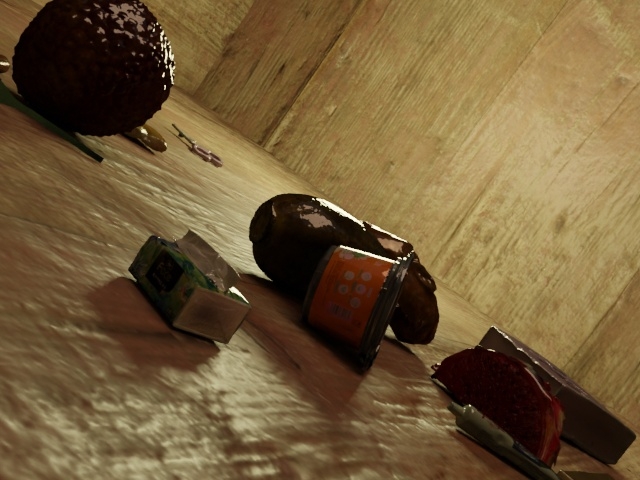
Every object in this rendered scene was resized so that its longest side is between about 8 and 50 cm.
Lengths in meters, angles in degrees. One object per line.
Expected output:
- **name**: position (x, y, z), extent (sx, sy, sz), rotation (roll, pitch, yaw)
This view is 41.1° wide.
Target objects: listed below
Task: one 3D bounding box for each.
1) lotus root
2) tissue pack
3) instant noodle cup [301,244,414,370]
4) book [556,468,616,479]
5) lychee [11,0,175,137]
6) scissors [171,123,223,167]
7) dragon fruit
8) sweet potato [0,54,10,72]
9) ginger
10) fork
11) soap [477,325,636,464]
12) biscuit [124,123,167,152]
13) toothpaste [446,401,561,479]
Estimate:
- **lotus root**: position (0.003, 0.017, 1.397), extent (0.160, 0.152, 0.275), rotation (-20, -38, 40)
- **tissue pack**: position (-0.135, 0.042, 0.911), extent (0.085, 0.079, 0.111), rotation (26, 11, -47)
- **instant noodle cup**: position (0.048, 0.083, 1.258), extent (0.125, 0.178, 0.208), rotation (21, 36, 9)
- **book**: position (0.535, 0.472, 1.456), extent (0.217, 0.021, 0.310), rotation (39, 7, 35)
- **lychee**: position (-0.381, -0.298, 1.444), extent (0.260, 0.261, 0.260), rotation (34, 6, -4)
- **scissors**: position (-0.348, -0.264, 2.334), extent (0.212, 0.021, 0.110), rotation (39, 11, 33)
- **dragon fruit**: position (0.331, 0.265, 1.455), extent (0.161, 0.126, 0.274), rotation (27, 11, -48)
- **sweet potato**: position (-0.567, -0.311, 1.502), extent (0.034, 0.034, 0.095), rotation (34, 4, -9)
- **ginger**: position (0.101, 0.069, 1.585), extent (0.321, 0.172, 0.165), rotation (38, 46, 1)
- **fork**: position (-0.431, -0.188, 1.309), extent (0.235, 0.039, 0.021), rotation (35, 10, -25)
- **soap**: position (0.521, 0.349, 1.926), extent (0.285, 0.107, 0.296), rotation (34, 7, -30)
- **biscuit**: position (-0.459, -0.279, 1.787), extent (0.299, 0.045, 0.154), rotation (31, 6, -37)
- **toothpaste**: position (0.282, 0.310, 1.276), extent (0.233, 0.038, 0.060), rotation (37, 8, -10)
